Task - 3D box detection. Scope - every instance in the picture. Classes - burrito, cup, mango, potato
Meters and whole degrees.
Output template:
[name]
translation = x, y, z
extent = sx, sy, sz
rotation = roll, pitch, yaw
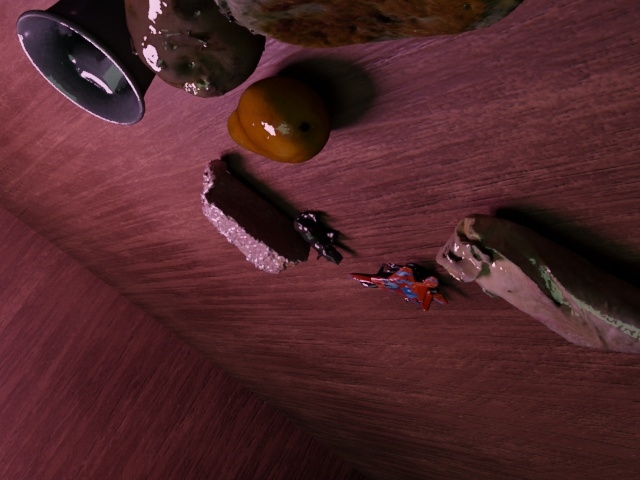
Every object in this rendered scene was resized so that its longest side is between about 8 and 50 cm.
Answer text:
[burrito]
translation = 0.331, 0.066, 1.019
extent = 0.348, 0.107, 0.175
rotation = 26, 171, 15
[cup]
translation = -0.288, -0.280, 0.992
extent = 0.199, 0.150, 0.199
rotation = 25, 155, 12
[mango]
translation = -0.062, -0.166, 1.027
extent = 0.136, 0.099, 0.227
rotation = 36, 164, -23
[potato]
translation = -0.144, -0.285, 0.811
extent = 0.165, 0.165, 0.262
rotation = 21, 142, 21

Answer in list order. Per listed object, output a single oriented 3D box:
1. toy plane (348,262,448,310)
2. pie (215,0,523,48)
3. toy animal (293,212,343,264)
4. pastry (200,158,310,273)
[toy plane]
translation = 0.135, 0.073, 1.302
extent = 0.189, 0.061, 0.130
rotation = 18, 154, 36
[pie]
translation = 0.035, -0.228, 0.653
extent = 0.303, 0.066, 0.302
rotation = 1, -176, 0
[toy animal]
translation = 0.000, 0.000, 1.333
extent = 0.065, 0.047, 0.135
rotation = 10, 151, 48
[pastry]
translation = -0.136, -0.039, 1.342
extent = 0.112, 0.103, 0.265
rotation = -22, 119, 40
